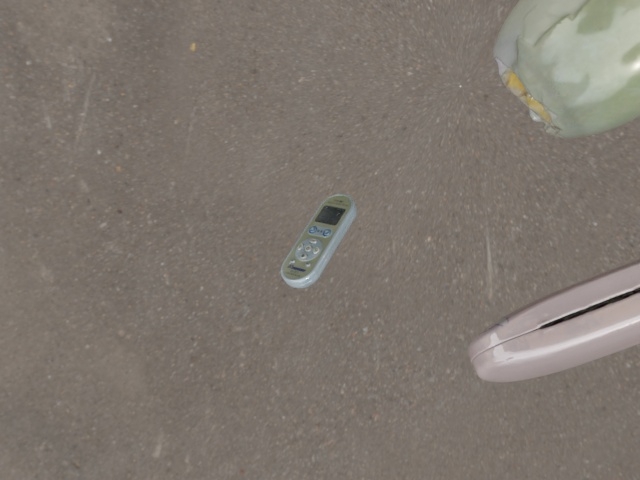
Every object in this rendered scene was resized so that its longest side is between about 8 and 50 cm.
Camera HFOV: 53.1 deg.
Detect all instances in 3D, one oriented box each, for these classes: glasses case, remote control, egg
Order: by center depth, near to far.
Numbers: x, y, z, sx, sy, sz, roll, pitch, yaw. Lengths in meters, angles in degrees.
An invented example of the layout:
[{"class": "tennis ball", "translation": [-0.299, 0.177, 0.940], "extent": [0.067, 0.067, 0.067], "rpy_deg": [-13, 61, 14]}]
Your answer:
[{"class": "glasses case", "translation": [0.298, 0.077, 0.666], "extent": [0.297, 0.113, 0.075], "rpy_deg": [-24, 64, 10]}, {"class": "egg", "translation": [0.303, -0.219, 0.674], "extent": [0.217, 0.183, 0.183], "rpy_deg": [-39, 93, 14]}, {"class": "remote control", "translation": [0.000, 0.000, 1.353], "extent": [0.087, 0.244, 0.047], "rpy_deg": [11, 147, 37]}]
